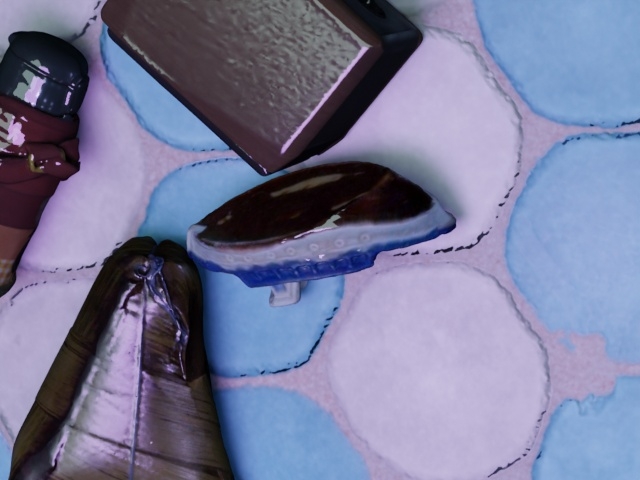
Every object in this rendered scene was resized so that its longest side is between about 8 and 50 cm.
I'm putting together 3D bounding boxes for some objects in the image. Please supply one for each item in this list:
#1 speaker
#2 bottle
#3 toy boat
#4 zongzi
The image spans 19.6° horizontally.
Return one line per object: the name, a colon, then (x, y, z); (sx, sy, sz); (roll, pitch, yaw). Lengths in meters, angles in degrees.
speaker: (-0.052, -0.200, 1.724); (0.231, 0.153, 0.192); (43, 109, 8)
bottle: (-0.317, -0.077, 1.845); (0.156, 0.143, 0.271); (32, 107, 11)
toy boat: (0.000, 0.000, 1.773); (0.262, 0.114, 0.115); (-15, 130, 22)
zongzi: (-0.125, 0.175, 1.842); (0.300, 0.138, 0.286); (28, 100, -2)
